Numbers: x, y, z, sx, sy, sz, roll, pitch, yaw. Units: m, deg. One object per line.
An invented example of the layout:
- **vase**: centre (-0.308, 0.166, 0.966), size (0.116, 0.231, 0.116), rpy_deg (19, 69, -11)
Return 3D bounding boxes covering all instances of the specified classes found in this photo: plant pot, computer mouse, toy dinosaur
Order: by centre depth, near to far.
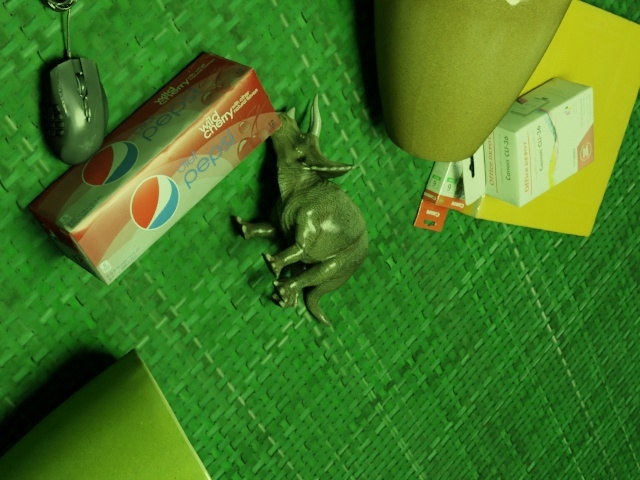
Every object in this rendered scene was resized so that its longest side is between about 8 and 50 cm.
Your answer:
- **computer mouse**: centre (-0.239, -0.188, 1.262), size (0.071, 0.041, 0.242), rpy_deg (-17, 120, -37)
- **plant pot**: centre (-0.257, 0.306, 1.351), size (0.293, 0.275, 0.275), rpy_deg (-30, 129, -11)
- **plant pot**: centre (0.160, -0.228, 1.510), size (0.237, 0.237, 0.254), rpy_deg (-19, 135, -36)
- **toy dinosaur**: centre (0.000, 0.000, 1.526), size (0.160, 0.121, 0.314), rpy_deg (-33, 126, -11)

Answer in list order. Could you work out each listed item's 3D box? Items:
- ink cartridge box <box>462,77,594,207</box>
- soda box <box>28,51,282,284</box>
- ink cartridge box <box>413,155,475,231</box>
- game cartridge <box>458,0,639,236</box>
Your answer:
- **ink cartridge box**: centre (0.276, -0.123, 1.695), size (0.198, 0.067, 0.115), rpy_deg (-30, 127, -30)
- **soda box**: centre (-0.169, -0.081, 1.343), size (0.263, 0.092, 0.083), rpy_deg (-45, 133, -18)
- **ink cartridge box**: centre (0.171, -0.065, 1.719), size (0.063, 0.029, 0.115), rpy_deg (10, 102, -46)
- **game cartridge**: centre (0.338, -0.174, 1.818), size (0.285, 0.052, 0.324), rpy_deg (8, 101, -45)
